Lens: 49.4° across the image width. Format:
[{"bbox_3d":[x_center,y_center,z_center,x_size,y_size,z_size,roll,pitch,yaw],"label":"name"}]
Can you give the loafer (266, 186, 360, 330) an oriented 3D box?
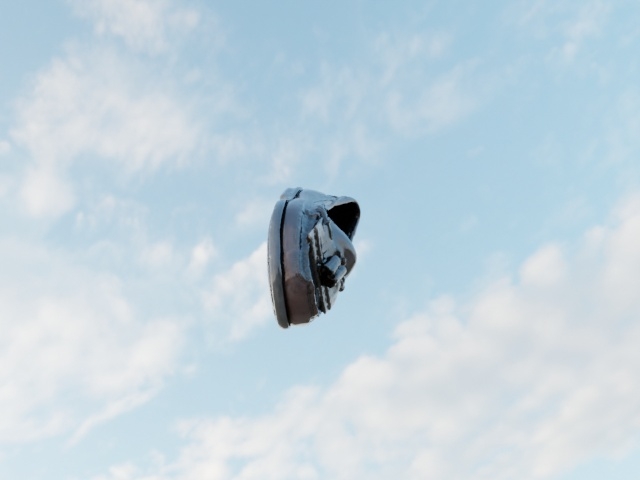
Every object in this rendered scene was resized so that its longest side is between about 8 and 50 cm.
[{"bbox_3d":[0.000,0.000,0.747,0.095,0.302,0.109,-5,-72,3],"label":"loafer"}]
